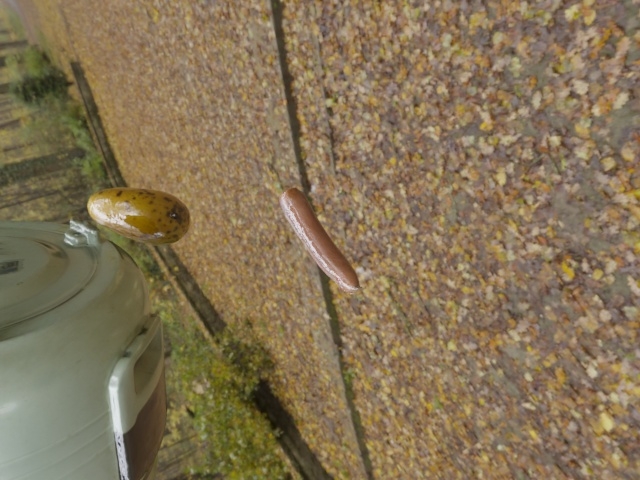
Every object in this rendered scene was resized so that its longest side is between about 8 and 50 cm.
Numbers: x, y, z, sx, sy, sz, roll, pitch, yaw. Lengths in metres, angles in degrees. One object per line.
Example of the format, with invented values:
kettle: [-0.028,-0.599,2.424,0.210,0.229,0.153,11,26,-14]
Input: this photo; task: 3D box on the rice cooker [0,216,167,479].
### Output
rice cooker: [-0.227,0.118,0.357,0.226,0.226,0.244,40,128,49]

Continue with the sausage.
sausage: [-0.001,0.001,0.704,0.177,0.040,0.047,56,139,6]

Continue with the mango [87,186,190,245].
mango: [-0.192,-0.028,0.526,0.079,0.114,0.057,38,-114,-74]
